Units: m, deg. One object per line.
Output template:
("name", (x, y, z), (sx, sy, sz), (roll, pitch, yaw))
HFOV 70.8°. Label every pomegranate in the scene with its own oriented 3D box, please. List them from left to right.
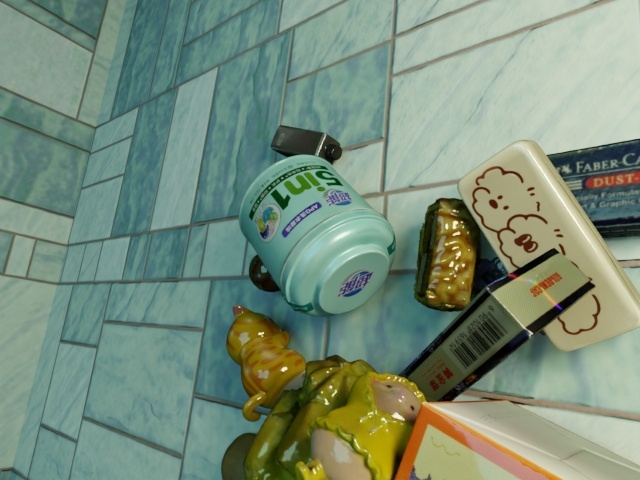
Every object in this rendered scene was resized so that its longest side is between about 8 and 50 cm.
("pomegranate", (-0.137, 0.078, 1.243), (0.130, 0.130, 0.131), (-15, 66, 36))

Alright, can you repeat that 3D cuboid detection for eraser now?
("eraser", (0.461, -0.084, 0.797), (0.331, 0.101, 0.155), (-5, 73, 39))

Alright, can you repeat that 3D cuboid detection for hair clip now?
("hair clip", (0.356, 0.105, 0.862), (0.124, 0.052, 0.195), (-47, 46, 11))

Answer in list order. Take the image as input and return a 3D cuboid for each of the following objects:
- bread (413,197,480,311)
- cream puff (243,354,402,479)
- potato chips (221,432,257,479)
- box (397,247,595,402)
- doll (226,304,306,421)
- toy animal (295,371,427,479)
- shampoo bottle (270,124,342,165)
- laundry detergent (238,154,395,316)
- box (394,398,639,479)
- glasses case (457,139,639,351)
("bread", (0.250, 0.030, 0.898), (0.095, 0.181, 0.223), (9, 82, 4))
("cream puff", (0.015, 0.370, 0.854), (0.377, 0.378, 0.276), (-15, 103, 36))
("potato chips", (-0.192, 0.601, 1.154), (0.195, 0.061, 0.208), (-48, 49, 15))
("box", (0.256, 0.160, 0.714), (0.084, 0.198, 0.310), (52, 140, 25))
("doll", (-0.145, 0.301, 1.152), (0.270, 0.162, 0.167), (52, 125, 49))
("toy animal", (0.066, 0.292, 0.655), (0.156, 0.229, 0.156), (20, 119, 40))
("shampoo bottle", (-0.037, -0.271, 1.301), (0.246, 0.079, 0.080), (23, 92, 43))
("laundry detergent", (0.000, 0.000, 1.040), (0.287, 0.287, 0.305), (-52, 49, 15))
("box", (0.301, 0.405, 0.604), (0.318, 0.348, 0.257), (17, 87, 41))
("glasses case", (0.374, 0.005, 0.747), (0.144, 0.076, 0.337), (-38, 75, 39))
